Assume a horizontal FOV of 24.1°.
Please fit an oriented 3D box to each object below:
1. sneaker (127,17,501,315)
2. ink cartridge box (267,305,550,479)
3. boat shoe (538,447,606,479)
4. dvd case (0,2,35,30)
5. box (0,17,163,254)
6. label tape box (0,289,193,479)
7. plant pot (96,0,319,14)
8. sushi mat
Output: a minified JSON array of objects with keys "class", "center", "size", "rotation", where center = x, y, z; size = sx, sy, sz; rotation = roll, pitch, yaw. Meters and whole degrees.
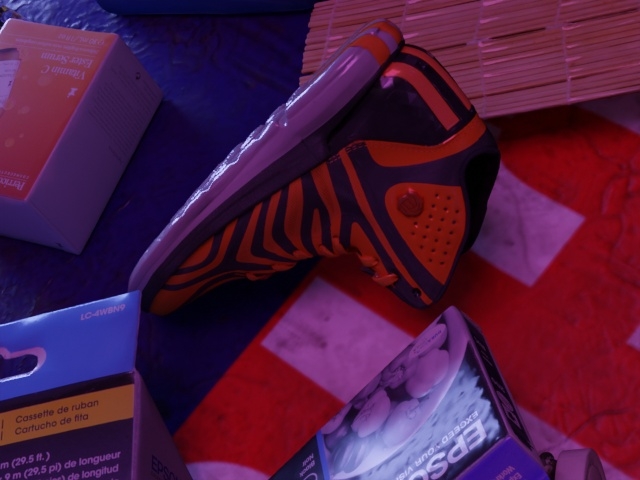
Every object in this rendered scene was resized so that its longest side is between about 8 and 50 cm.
[{"class":"sneaker","center":[0.000,0.000,1.097],"size":[0.321,0.180,0.125],"rotation":[-40,10,37]},{"class":"ink cartridge box","center":[0.045,0.169,0.937],"size":[0.206,0.045,0.208],"rotation":[-45,27,14]},{"class":"boat shoe","center":[0.112,0.265,0.892],"size":[0.091,0.109,0.305],"rotation":[-3,53,23]},{"class":"dvd case","center":[-0.372,-0.164,1.434],"size":[0.253,0.022,0.180],"rotation":[32,77,36]},{"class":"box","center":[-0.237,-0.091,1.282],"size":[0.130,0.091,0.171],"rotation":[11,65,29]},{"class":"label tape box","center":[-0.217,0.231,1.057],"size":[0.249,0.115,0.348],"rotation":[-14,53,16]},{"class":"plant pot","center":[-0.111,-0.352,1.316],"size":[0.235,0.212,0.236],"rotation":[3,62,25]},{"class":"sushi mat","center":[0.128,-0.153,1.160],"size":[0.316,0.019,0.151],"rotation":[-8,59,25]}]
